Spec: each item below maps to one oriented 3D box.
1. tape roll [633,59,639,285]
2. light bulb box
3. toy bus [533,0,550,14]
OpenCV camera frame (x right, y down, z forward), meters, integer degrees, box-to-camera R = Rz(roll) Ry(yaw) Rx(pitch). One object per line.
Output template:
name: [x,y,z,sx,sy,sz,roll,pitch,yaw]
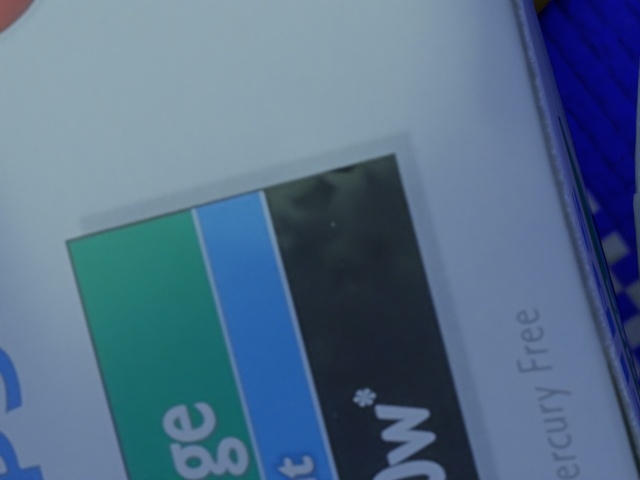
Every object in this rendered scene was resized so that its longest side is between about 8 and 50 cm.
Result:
tape roll: [0.249,-0.025,0.621,0.169,0.246,0.246,0,75,25]
light bulb box: [0.000,0.000,0.596,0.225,0.361,0.357,-15,90,9]
toy bus: [0.035,-0.143,0.836,0.332,0.108,0.130,-46,61,7]
